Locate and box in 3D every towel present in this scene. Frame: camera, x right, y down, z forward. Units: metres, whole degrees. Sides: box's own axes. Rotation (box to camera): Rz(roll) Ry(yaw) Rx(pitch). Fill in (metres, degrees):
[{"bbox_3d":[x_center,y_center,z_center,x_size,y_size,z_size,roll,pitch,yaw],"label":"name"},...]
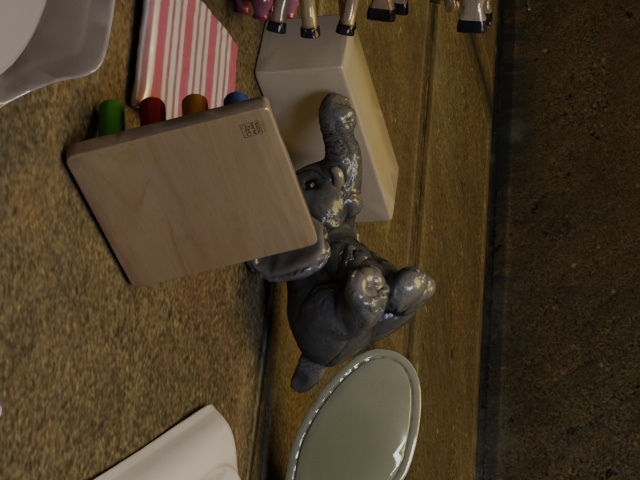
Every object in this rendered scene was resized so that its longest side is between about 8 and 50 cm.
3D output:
[{"bbox_3d":[-0.125,-0.153,1.266,0.197,0.029,0.144,44,45,-64],"label":"towel"}]

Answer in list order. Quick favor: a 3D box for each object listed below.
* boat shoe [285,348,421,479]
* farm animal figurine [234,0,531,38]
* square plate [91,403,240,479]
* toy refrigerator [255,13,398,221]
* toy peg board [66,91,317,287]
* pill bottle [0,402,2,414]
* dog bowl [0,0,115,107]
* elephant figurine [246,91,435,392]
[{"bbox_3d":[0.024,0.285,1.494,0.113,0.127,0.340,68,35,-79],"label":"boat shoe"},{"bbox_3d":[0.068,-0.318,1.457,0.330,0.326,0.172,-100,-165,-71],"label":"farm animal figurine"},{"bbox_3d":[-0.121,0.342,1.170,0.347,0.049,0.344,-23,111,-74],"label":"square plate"},{"bbox_3d":[0.013,-0.139,1.613,0.269,0.102,0.094,68,25,-49],"label":"toy refrigerator"},{"bbox_3d":[-0.102,-0.057,1.115,0.161,0.160,0.079,70,8,-48],"label":"toy peg board"},{"bbox_3d":[-0.224,0.075,0.844,0.043,0.043,0.083,-58,143,-64],"label":"pill bottle"},{"bbox_3d":[-0.204,-0.189,0.621,0.349,0.102,0.349,-1,90,-75],"label":"dog bowl"},{"bbox_3d":[0.000,0.000,1.486,0.239,0.186,0.169,54,-27,14],"label":"elephant figurine"}]
